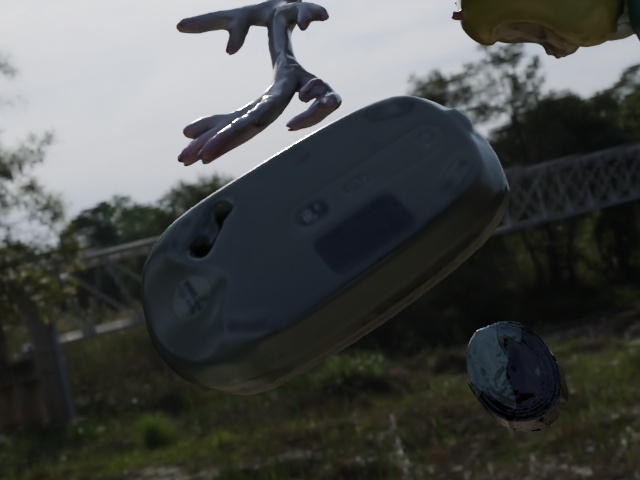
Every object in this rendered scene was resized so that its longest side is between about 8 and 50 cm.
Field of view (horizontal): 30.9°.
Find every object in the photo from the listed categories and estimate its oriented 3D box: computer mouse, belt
[{"bbox_3d":[0.002,0.003,0.985,0.330,0.197,0.095,-31,-34,-8],"label":"computer mouse"},{"bbox_3d":[0.230,0.162,1.370,0.105,0.140,0.058,-30,-29,2],"label":"belt"}]

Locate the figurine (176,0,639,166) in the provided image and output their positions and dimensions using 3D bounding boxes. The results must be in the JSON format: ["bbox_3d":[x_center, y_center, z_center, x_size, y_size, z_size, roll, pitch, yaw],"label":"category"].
[{"bbox_3d":[0.075,-0.174,0.649,0.315,0.207,0.284,5,29,13],"label":"figurine"}]
